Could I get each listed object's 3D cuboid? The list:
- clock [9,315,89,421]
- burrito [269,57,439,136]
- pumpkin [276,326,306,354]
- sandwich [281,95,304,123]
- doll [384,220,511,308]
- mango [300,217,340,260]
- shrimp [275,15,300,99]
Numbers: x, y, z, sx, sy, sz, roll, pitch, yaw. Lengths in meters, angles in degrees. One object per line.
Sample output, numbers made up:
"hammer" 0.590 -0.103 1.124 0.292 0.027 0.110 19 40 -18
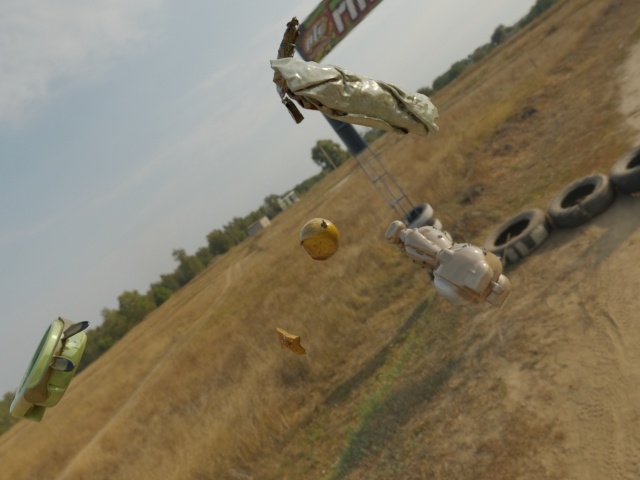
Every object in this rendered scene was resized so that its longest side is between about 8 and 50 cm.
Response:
"clock" -0.489 0.226 0.964 0.232 0.069 0.170 -37 34 42
"burrito" 0.083 -0.283 1.063 0.391 0.117 0.076 6 -28 -29
"pumpkin" -0.096 0.308 1.581 0.101 0.073 0.035 12 43 35
"sandwich" -0.072 -0.337 1.352 0.026 0.069 0.101 -36 -39 3
"doll" 0.243 0.042 1.024 0.119 0.154 0.278 -58 33 3
"mango" 0.000 0.000 1.339 0.188 0.101 0.066 85 -171 -59
"shrimp" -0.076 -0.390 1.150 0.178 0.034 0.124 121 150 -52
